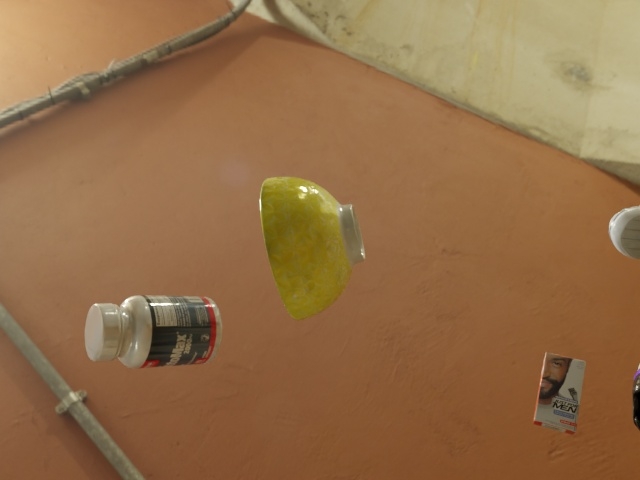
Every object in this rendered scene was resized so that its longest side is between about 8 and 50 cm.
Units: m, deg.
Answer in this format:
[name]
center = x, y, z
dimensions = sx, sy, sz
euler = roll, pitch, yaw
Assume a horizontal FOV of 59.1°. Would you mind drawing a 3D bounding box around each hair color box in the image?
[hair color box]
center = 0.566, 0.361, 1.336
dimensions = 0.093, 0.053, 0.167
euler = 10, -114, 21

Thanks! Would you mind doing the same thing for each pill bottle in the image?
[pill bottle]
center = -0.251, 0.137, 0.851
dimensions = 0.180, 0.108, 0.108
euler = 6, -130, -39

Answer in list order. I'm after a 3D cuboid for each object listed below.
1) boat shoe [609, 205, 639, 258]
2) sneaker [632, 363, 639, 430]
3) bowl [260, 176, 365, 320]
[boat shoe]
center = 0.524, -0.017, 0.932
dimensions = 0.226, 0.083, 0.076
euler = 12, -158, -38
[sneaker]
center = 0.820, 0.448, 1.371
dimensions = 0.146, 0.102, 0.294
euler = -31, -78, -42
[bowl]
center = 0.000, 0.000, 1.110
dimensions = 0.155, 0.290, 0.290
euler = -13, -125, 9
